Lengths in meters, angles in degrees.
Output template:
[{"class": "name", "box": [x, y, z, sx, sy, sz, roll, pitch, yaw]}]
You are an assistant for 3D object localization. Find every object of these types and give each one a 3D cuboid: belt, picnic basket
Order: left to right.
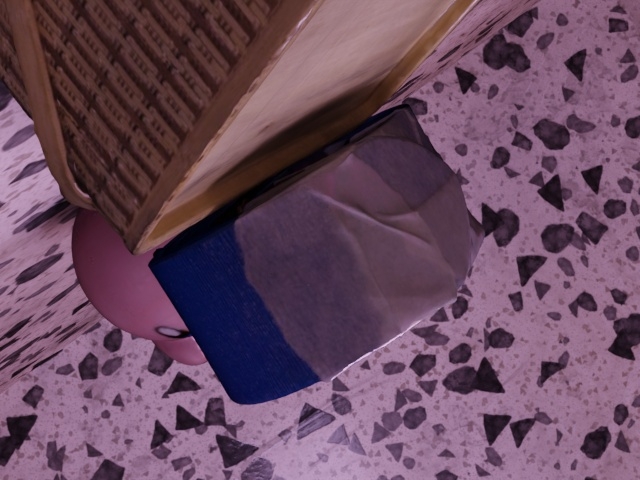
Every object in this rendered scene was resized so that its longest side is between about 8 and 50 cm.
[{"class": "picnic basket", "box": [-0.025, -0.162, 0.494, 0.228, 0.175, 0.313, -35, 173, -41]}, {"class": "belt", "box": [0.000, 0.000, 0.732, 0.212, 0.117, 0.347, -29, -174, 6]}]

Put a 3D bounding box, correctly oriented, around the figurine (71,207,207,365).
[{"class": "figurine", "box": [-0.188, -0.005, 1.186, 0.269, 0.261, 0.211, -36, 151, 25]}]
